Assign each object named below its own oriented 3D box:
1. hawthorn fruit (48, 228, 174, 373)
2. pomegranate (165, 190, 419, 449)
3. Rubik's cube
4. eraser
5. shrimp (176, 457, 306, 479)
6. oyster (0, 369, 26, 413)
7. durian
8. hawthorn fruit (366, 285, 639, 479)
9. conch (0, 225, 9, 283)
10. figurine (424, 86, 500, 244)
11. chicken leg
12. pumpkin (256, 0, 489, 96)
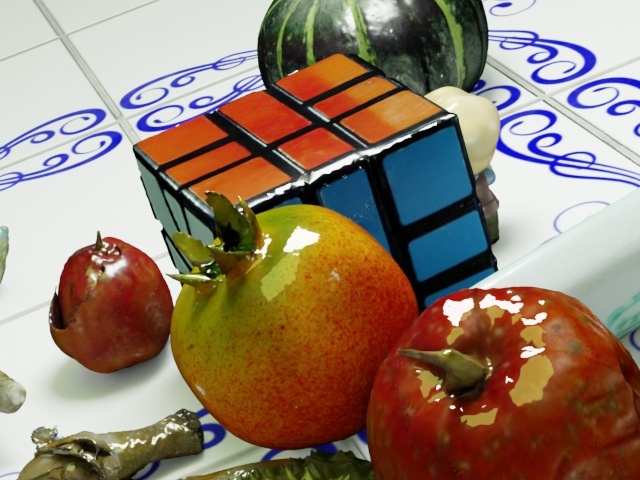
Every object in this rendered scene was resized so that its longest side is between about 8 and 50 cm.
[{"bbox_3d":[-0.240,0.065,1.884,0.148,0.172,0.148,-1,32,0],"label":"hawthorn fruit"},{"bbox_3d":[-0.034,0.064,1.462,0.221,0.257,0.221,-27,29,17],"label":"pomegranate"},{"bbox_3d":[0.000,0.000,1.741,0.283,0.288,0.293,-25,30,-12],"label":"Rubik's cube"},{"bbox_3d":[0.229,0.067,1.594,0.290,0.189,0.104,-29,59,-21],"label":"eraser"},{"bbox_3d":[-0.071,0.263,1.539,0.248,0.068,0.150,-3,36,17],"label":"shrimp"},{"bbox_3d":[-0.501,0.191,1.880,0.396,0.111,0.204,-18,24,8],"label":"oyster"},{"bbox_3d":[0.002,0.220,1.444,0.186,0.119,0.108,16,54,23],"label":"durian"},{"bbox_3d":[0.165,0.165,1.362,0.258,0.262,0.258,2,34,-2],"label":"hawthorn fruit"},{"bbox_3d":[-0.476,0.034,2.158,0.116,0.106,0.173,-9,8,-24],"label":"conch"},{"bbox_3d":[0.162,-0.082,1.887,0.114,0.196,0.108,-20,32,-5],"label":"figurine"},{"bbox_3d":[-0.219,0.220,1.690,0.196,0.080,0.125,-15,15,4],"label":"chicken leg"},{"bbox_3d":[0.070,-0.272,2.244,0.323,0.241,0.323,-15,24,7],"label":"pumpkin"}]
